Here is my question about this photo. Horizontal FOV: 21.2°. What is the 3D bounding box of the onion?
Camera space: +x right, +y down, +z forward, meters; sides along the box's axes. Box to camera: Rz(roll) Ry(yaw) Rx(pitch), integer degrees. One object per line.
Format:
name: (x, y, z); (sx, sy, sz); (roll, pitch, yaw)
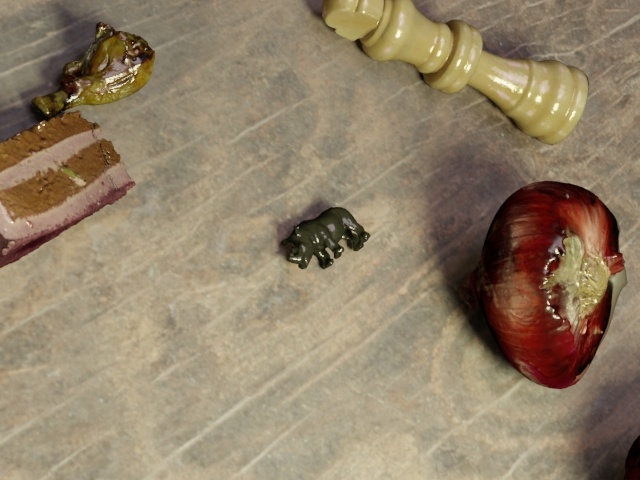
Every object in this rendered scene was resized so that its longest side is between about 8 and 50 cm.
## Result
onion: (0.272, 0.050, 2.159); (0.272, 0.195, 0.272); (-20, 112, -61)

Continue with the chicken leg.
chicken leg: (-0.263, -0.193, 1.971); (0.178, 0.070, 0.093); (-38, 114, -34)

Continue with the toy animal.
toy animal: (0.000, 0.000, 2.062); (0.065, 0.047, 0.136); (51, 45, 9)

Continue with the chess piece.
chess piece: (0.177, -0.254, 2.331); (0.397, 0.117, 0.117); (22, 50, -24)

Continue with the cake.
cake: (-0.309, -0.055, 1.837); (0.116, 0.113, 0.295); (56, 32, -1)

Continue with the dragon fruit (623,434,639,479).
dragon fruit: (0.511, 0.325, 2.065); (0.329, 0.329, 0.329); (20, 51, -27)
